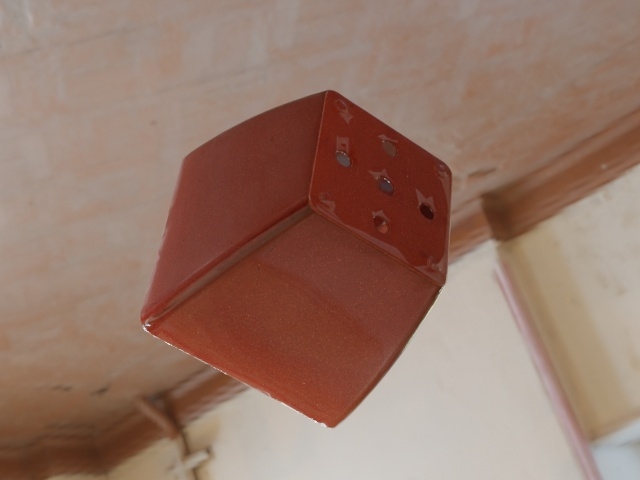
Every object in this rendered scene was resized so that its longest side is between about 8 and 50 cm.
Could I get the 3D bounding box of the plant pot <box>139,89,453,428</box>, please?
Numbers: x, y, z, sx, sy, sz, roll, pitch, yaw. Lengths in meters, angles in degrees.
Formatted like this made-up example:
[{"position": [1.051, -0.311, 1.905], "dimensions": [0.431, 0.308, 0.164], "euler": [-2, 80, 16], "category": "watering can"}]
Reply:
[{"position": [0.000, 0.000, 1.356], "dimensions": [0.267, 0.267, 0.236], "euler": [31, 133, -23], "category": "plant pot"}]
